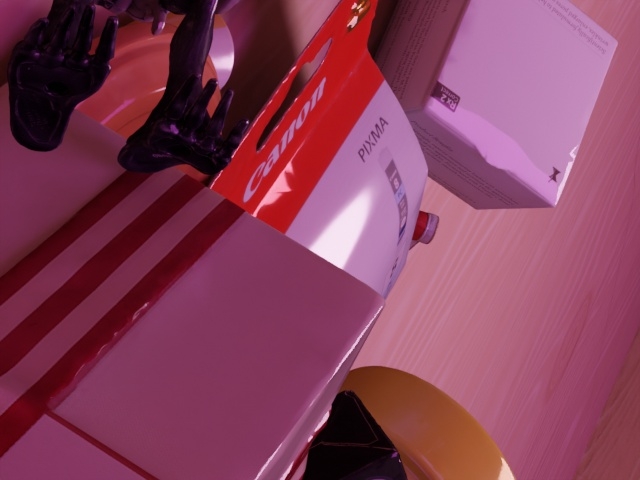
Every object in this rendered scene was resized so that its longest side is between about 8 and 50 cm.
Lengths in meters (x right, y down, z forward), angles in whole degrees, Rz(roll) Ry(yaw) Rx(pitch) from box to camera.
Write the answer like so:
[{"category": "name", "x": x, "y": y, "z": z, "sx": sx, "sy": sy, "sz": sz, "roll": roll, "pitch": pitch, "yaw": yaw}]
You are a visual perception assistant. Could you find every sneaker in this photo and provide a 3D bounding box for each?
[{"category": "sneaker", "x": 0.075, "y": -0.020, "z": 1.514, "sx": 0.118, "sy": 0.067, "sz": 0.042, "roll": 159, "pitch": -50, "yaw": -76}]

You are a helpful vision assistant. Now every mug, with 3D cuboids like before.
[{"category": "mug", "x": -0.103, "y": -0.123, "z": 0.936, "sx": 0.062, "sy": 0.078, "sz": 0.064, "roll": -44, "pitch": 167, "yaw": 33}]

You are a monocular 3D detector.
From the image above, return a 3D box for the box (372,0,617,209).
[{"category": "box", "x": 0.151, "y": -0.147, "z": 1.363, "sx": 0.181, "sy": 0.119, "sz": 0.182, "roll": 32, "pitch": 72, "yaw": -30}]

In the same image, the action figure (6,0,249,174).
[{"category": "action figure", "x": -0.077, "y": -0.163, "z": 0.704, "sx": 0.164, "sy": 0.141, "sz": 0.276, "roll": 25, "pitch": 43, "yaw": -32}]

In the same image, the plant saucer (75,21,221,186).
[{"category": "plant saucer", "x": -0.125, "y": -0.034, "z": 0.876, "sx": 0.200, "sy": 0.037, "sz": 0.200, "roll": -43, "pitch": 154, "yaw": -27}]

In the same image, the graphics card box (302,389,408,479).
[{"category": "graphics card box", "x": -0.010, "y": 0.316, "z": 1.138, "sx": 0.232, "sy": 0.094, "sz": 0.371, "roll": -25, "pitch": 123, "yaw": -10}]

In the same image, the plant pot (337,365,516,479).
[{"category": "plant pot", "x": 0.020, "y": 0.278, "z": 1.341, "sx": 0.239, "sy": 0.254, "sz": 0.254, "roll": -33, "pitch": 139, "yaw": -37}]

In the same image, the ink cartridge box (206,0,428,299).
[{"category": "ink cartridge box", "x": 0.000, "y": 0.000, "z": 1.146, "sx": 0.308, "sy": 0.091, "sz": 0.385, "roll": -57, "pitch": 168, "yaw": -35}]

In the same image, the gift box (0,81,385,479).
[{"category": "gift box", "x": -0.163, "y": 0.106, "z": 0.678, "sx": 0.258, "sy": 0.276, "sz": 0.255, "roll": -52, "pitch": 165, "yaw": -53}]
